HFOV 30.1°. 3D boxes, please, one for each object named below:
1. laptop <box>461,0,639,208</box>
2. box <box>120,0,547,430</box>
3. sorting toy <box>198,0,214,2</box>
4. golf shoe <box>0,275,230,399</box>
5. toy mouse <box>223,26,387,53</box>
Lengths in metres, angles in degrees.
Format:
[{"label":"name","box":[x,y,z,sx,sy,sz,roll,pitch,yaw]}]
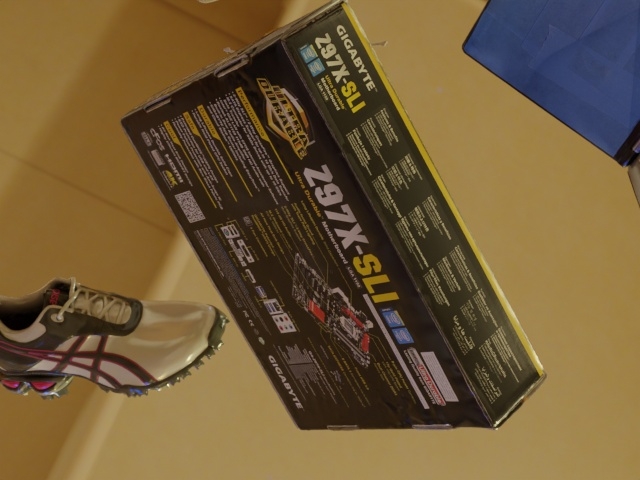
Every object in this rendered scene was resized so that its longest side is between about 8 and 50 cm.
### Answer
[{"label":"laptop","box":[0.369,-0.206,1.317,0.408,0.236,0.382,-94,-156,-45]},{"label":"box","box":[0.000,0.000,0.935,0.079,0.322,0.257,-37,-167,-35]},{"label":"sorting toy","box":[-0.127,-0.399,1.375,0.307,0.229,0.041,-20,-177,-12]},{"label":"golf shoe","box":[-0.235,0.097,1.255,0.105,0.272,0.120,-84,160,-48]},{"label":"toy mouse","box":[-0.016,-0.122,1.023,0.031,0.161,0.143,24,58,-63]}]
